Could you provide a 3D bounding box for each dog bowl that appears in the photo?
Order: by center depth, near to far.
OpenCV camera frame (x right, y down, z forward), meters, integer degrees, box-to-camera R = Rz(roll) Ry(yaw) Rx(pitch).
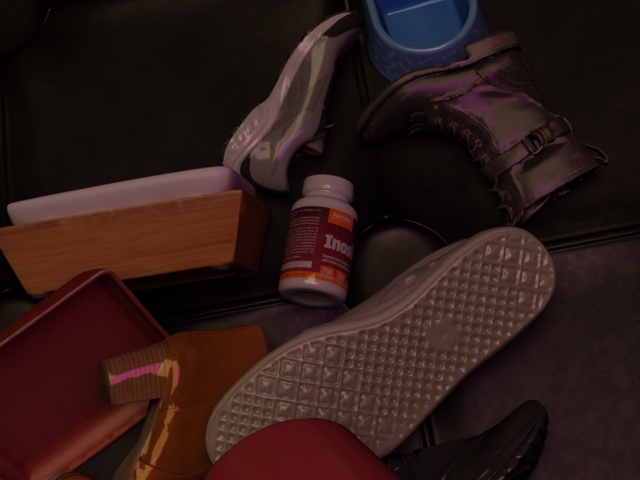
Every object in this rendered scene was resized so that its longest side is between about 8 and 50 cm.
[{"bbox_3d":[0.123,-0.346,1.550,0.166,0.074,0.297,-15,68,2],"label":"dog bowl"}]

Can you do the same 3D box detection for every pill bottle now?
[{"bbox_3d":[0.000,0.000,1.425,0.086,0.086,0.152,5,70,10],"label":"pill bottle"}]

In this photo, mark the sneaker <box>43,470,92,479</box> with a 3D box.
[{"bbox_3d":[-0.309,0.396,1.283,0.106,0.123,0.290,15,69,-20],"label":"sneaker"}]

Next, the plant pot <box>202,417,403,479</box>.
[{"bbox_3d":[0.004,0.325,1.142,0.275,0.275,0.243,-32,41,-4],"label":"plant pot"}]

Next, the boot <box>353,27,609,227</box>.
[{"bbox_3d":[0.195,-0.118,1.441,0.263,0.091,0.229,-29,79,11],"label":"boot"}]

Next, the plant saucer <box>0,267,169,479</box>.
[{"bbox_3d":[-0.298,0.160,1.323,0.259,0.258,0.048,-37,52,-6],"label":"plant saucer"}]

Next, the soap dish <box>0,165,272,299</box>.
[{"bbox_3d":[-0.212,0.000,1.392,0.291,0.229,0.118,-9,84,5],"label":"soap dish"}]

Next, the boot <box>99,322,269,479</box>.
[{"bbox_3d":[-0.135,0.250,1.338,0.211,0.104,0.295,-7,96,-22],"label":"boot"}]

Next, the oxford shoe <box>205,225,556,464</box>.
[{"bbox_3d":[0.070,0.136,1.335,0.449,0.130,0.169,-34,96,-9],"label":"oxford shoe"}]

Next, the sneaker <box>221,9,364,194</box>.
[{"bbox_3d":[-0.017,-0.177,1.501,0.108,0.100,0.271,32,81,7],"label":"sneaker"}]

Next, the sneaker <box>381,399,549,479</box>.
[{"bbox_3d":[0.135,0.269,1.293,0.286,0.109,0.130,-41,62,-10],"label":"sneaker"}]
